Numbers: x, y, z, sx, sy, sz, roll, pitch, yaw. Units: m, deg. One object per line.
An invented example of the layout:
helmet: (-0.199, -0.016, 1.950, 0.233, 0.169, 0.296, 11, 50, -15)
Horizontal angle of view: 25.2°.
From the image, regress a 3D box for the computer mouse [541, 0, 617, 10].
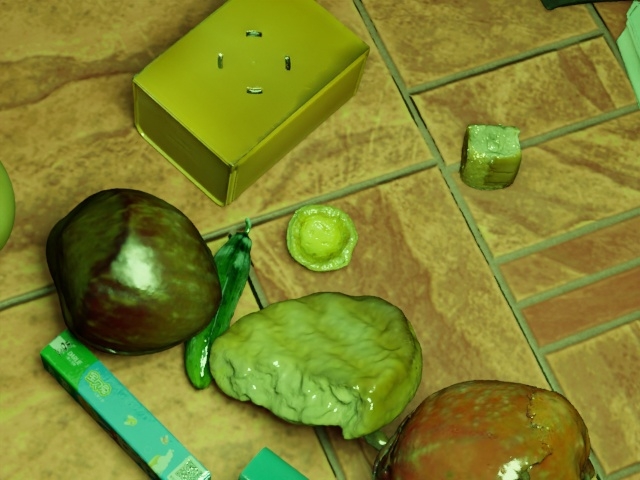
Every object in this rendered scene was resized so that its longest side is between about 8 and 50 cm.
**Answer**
computer mouse: (0.423, -0.424, 2.180, 0.264, 0.088, 0.147, -4, 81, -10)

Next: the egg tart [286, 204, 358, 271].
egg tart: (0.000, 0.000, 1.945, 0.105, 0.039, 0.105, 3, 64, -6)

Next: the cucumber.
cucumber: (-0.135, 0.080, 1.884, 0.056, 0.056, 0.250, 17, 64, 1)

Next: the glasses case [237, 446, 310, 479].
glasses case: (0.028, 0.375, 1.729, 0.301, 0.117, 0.070, 35, 54, 9)

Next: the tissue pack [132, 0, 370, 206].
tissue pack: (-0.100, -0.212, 1.979, 0.194, 0.145, 0.274, 43, 66, 12)

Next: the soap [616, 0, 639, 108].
soap: (0.542, -0.236, 2.099, 0.150, 0.094, 0.261, -9, 66, -12)

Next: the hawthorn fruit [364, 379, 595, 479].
hawthorn fruit: (0.182, 0.284, 1.723, 0.307, 0.276, 0.276, 14, 60, 28)

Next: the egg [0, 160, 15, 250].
egg: (-0.542, -0.066, 1.793, 0.323, 0.250, 0.250, 18, 63, -6)

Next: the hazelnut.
hazelnut: (-0.229, 0.031, 1.800, 0.218, 0.218, 0.234, -16, 43, -14)

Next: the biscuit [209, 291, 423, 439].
biscuit: (0.013, 0.151, 1.798, 0.274, 0.091, 0.213, 16, 38, 42)

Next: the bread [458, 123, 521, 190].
bread: (0.240, -0.120, 2.018, 0.083, 0.070, 0.076, 4, 63, -3)

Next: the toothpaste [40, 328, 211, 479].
toothpaste: (-0.244, 0.225, 1.793, 0.267, 0.065, 0.050, 43, 71, 13)
